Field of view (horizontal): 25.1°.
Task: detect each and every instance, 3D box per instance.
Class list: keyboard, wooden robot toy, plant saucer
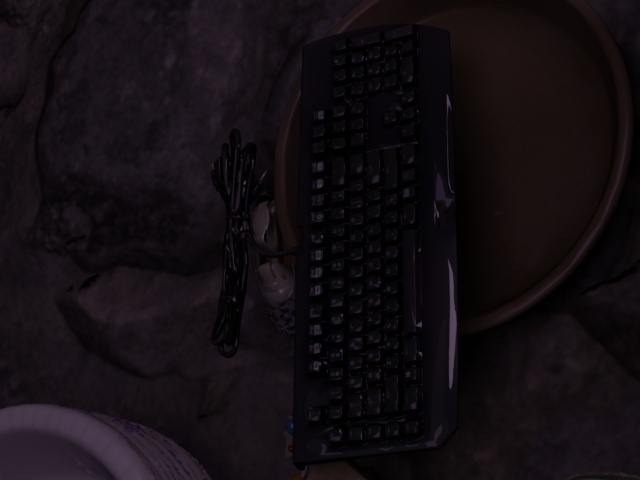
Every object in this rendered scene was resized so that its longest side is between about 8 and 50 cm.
[{"bbox_3d":[0.000,0.000,0.990,0.201,0.033,0.317,-13,62,28],"label":"keyboard"},{"bbox_3d":[0.014,0.190,0.964,0.173,0.076,0.079,37,90,37],"label":"wooden robot toy"},{"bbox_3d":[0.092,-0.063,1.015,0.278,0.041,0.278,-9,71,29],"label":"plant saucer"}]

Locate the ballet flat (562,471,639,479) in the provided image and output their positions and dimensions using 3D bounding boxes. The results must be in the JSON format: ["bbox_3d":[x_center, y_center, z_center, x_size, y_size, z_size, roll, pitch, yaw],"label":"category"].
[{"bbox_3d":[0.267,0.239,0.775,0.348,0.123,0.123,25,90,40],"label":"ballet flat"}]

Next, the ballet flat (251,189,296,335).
[{"bbox_3d":[-0.035,0.014,1.072,0.041,0.041,0.114,-16,69,27],"label":"ballet flat"}]

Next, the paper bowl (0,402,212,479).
[{"bbox_3d":[-0.177,0.265,1.022,0.284,0.148,0.284,-10,71,30],"label":"paper bowl"}]
